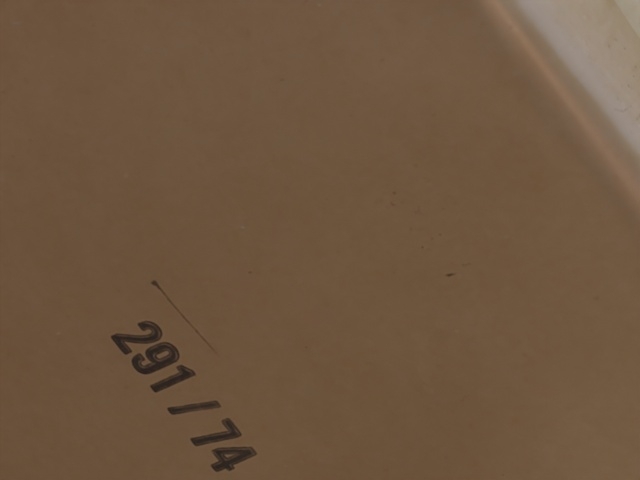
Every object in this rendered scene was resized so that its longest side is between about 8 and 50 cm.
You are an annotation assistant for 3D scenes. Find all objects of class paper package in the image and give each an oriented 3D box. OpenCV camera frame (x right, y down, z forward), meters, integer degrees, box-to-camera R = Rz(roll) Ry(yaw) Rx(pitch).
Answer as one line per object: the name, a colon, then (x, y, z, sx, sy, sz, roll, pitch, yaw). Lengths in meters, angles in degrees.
paper package: (0.000, 0.000, 0.667, 0.325, 0.309, 0.168, 50, 32, -16)
